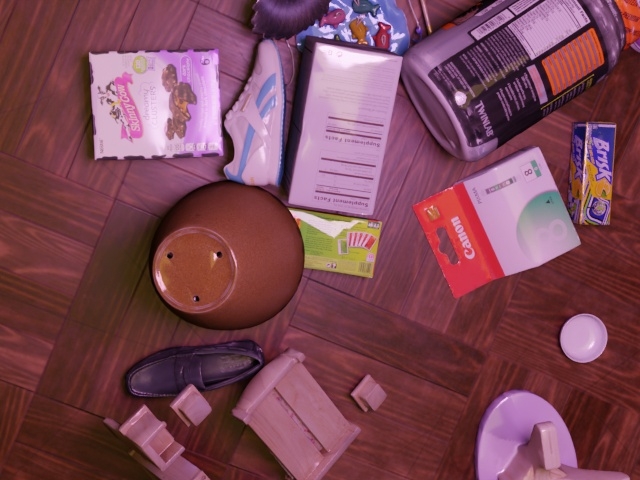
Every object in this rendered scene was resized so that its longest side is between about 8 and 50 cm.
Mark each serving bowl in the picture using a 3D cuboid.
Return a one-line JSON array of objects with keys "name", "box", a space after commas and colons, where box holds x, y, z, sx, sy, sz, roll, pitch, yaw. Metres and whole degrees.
[{"name": "serving bowl", "box": [0.442, 0.163, 1.770, 0.083, 0.027, 0.083, -1, 96, -9]}]

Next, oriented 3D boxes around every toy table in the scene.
[{"name": "toy table", "box": [0.358, 0.398, 1.715, 0.252, 0.161, 0.274, -22, 100, -6]}]

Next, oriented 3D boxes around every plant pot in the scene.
[{"name": "plant pot", "box": [-0.157, 0.033, 1.523, 0.237, 0.254, 0.237, 1, 94, 7]}]

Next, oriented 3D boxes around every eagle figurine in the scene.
[{"name": "eagle figurine", "box": [-0.013, -0.474, 1.551, 0.298, 0.226, 0.225, -30, 143, 23]}]

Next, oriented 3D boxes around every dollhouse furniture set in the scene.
[{"name": "dollhouse furniture set", "box": [-0.120, 0.255, 1.643, 0.355, 0.174, 0.303, -46, 124, -20]}]

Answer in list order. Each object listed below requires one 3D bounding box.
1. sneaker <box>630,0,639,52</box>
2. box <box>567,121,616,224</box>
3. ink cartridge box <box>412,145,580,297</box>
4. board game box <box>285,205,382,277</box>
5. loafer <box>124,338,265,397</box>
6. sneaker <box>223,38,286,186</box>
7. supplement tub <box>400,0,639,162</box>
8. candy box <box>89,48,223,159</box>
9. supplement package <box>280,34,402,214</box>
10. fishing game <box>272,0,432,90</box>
[{"name": "sneaker", "box": [0.492, -0.421, 1.653, 0.282, 0.161, 0.102, 44, 89, -9]}, {"name": "box", "box": [0.447, -0.112, 1.727, 0.054, 0.059, 0.169, 1, 96, -11]}, {"name": "ink cartridge box", "box": [0.291, -0.028, 1.716, 0.224, 0.056, 0.181, -27, 99, -7]}, {"name": "board game box", "box": [0.000, 0.000, 1.676, 0.181, 0.043, 0.092, 8, 94, -10]}, {"name": "loafer", "box": [-0.198, 0.203, 1.647, 0.223, 0.078, 0.076, -12, 97, -8]}, {"name": "sneaker", "box": [-0.099, -0.198, 1.600, 0.092, 0.087, 0.229, 3, 82, 2]}, {"name": "supplement tub", "box": [0.310, -0.288, 1.613, 0.338, 0.207, 0.207, -33, 100, -5]}, {"name": "candy box", "box": [-0.252, -0.207, 1.601, 0.196, 0.070, 0.165, -3, 96, -9]}, {"name": "supplement package", "box": [0.028, -0.178, 1.599, 0.134, 0.139, 0.244, 8, 105, -10]}, {"name": "fishing game", "box": [0.052, -0.323, 1.654, 0.264, 0.041, 0.189, -11, 97, -6]}]
